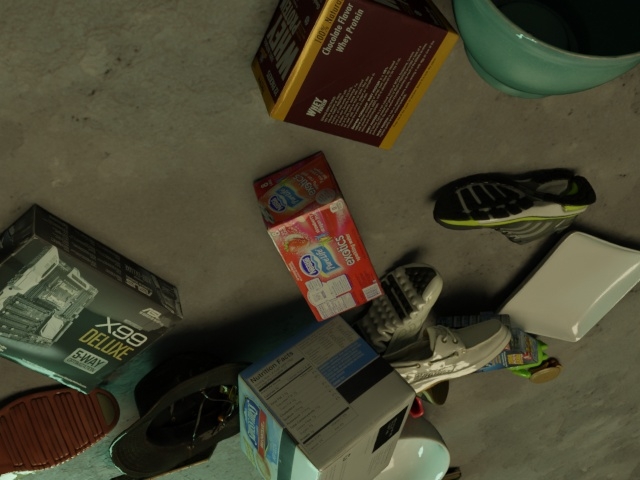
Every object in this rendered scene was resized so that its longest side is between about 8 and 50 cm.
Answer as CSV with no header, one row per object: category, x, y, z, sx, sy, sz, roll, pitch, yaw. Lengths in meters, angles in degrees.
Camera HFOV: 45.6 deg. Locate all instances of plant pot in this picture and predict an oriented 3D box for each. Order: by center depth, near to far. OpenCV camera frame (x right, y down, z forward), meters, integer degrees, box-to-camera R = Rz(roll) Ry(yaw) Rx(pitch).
plant pot,0.296,-0.305,0.986,0.292,0.293,0.196,-10,161,-11

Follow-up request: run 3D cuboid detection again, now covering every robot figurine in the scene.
robot figurine,0.450,0.254,1.707,0.115,0.067,0.101,-8,107,-13

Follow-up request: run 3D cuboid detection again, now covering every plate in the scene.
plate,0.526,0.094,1.597,0.277,0.045,0.277,13,128,-30

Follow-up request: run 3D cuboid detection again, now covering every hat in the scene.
hat,-0.257,0.295,1.440,0.331,0.134,0.331,-26,149,-17

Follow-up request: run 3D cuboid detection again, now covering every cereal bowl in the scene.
cereal bowl,0.124,0.505,1.774,0.338,0.141,0.339,-12,136,-11

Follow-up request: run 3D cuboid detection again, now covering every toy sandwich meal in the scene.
toy sandwich meal,0.539,0.315,1.829,0.085,0.029,0.086,-9,146,-6

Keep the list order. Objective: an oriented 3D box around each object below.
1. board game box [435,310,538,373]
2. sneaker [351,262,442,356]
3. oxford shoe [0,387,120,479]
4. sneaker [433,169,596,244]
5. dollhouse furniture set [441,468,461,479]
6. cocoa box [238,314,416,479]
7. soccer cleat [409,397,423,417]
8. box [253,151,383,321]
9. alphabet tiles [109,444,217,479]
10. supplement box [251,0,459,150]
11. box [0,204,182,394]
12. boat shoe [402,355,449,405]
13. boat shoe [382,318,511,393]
board game box,0.350,0.209,1.584,0.194,0.060,0.194,-5,139,15
sneaker,0.157,0.145,1.479,0.118,0.110,0.292,2,140,-32
oxford shoe,-0.569,0.383,1.443,0.396,0.141,0.146,-19,167,-8
sneaker,0.339,-0.043,1.355,0.299,0.111,0.121,-3,137,-15
dollhouse furniture set,0.259,0.747,2.017,0.301,0.151,0.198,-3,135,-34
cocoa box,-0.001,0.343,1.432,0.231,0.228,0.347,-33,152,-26
soccer cleat,0.132,0.307,1.622,0.248,0.095,0.083,29,118,-39
box,0.000,0.000,1.255,0.128,0.123,0.257,-24,136,3
alphabet tiles,-0.335,0.474,1.583,0.237,0.009,0.198,-18,176,-3
supplement box,0.039,-0.253,1.021,0.194,0.129,0.191,10,128,-29
box,-0.418,0.108,1.239,0.242,0.077,0.307,-37,134,15
boat shoe,0.205,0.290,1.603,0.073,0.080,0.223,4,160,33
boat shoe,0.227,0.207,1.443,0.277,0.098,0.096,-26,108,-4
